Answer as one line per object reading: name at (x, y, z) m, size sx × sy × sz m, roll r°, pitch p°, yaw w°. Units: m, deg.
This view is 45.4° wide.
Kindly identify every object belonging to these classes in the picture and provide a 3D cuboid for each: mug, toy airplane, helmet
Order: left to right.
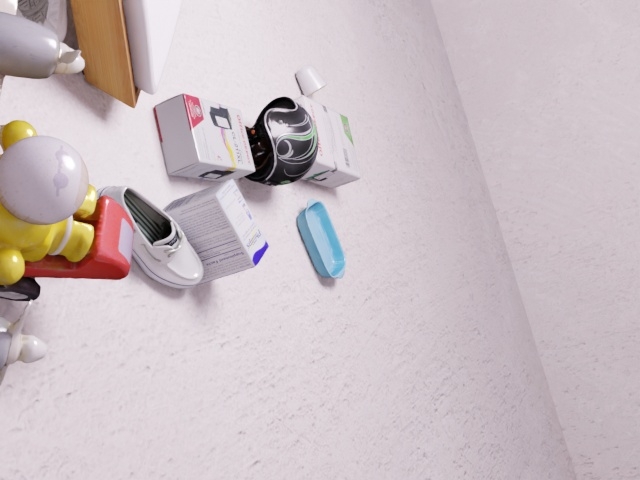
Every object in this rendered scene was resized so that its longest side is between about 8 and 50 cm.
toy airplane at (-0.358, -0.056, 0.763) m, size 0.384 × 0.272 × 0.386 m, roll -47°, pitch 121°, yaw -52°
helmet at (-0.083, -0.194, 1.509) m, size 0.161 × 0.169 × 0.169 m, roll -24°, pitch 96°, yaw -47°
mug at (-0.030, -0.388, 1.858) m, size 0.062 × 0.078 × 0.064 m, roll -36°, pitch 99°, yaw -29°

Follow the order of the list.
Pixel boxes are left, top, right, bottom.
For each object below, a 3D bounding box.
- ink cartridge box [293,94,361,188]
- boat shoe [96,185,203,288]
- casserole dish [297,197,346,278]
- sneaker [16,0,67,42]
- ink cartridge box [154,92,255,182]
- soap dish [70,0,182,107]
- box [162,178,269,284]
ink cartridge box at (-0.007, -0.219, 1.741) m, size 0.219 × 0.093 × 0.160 m, roll 11°, pitch 64°, yaw -60°
boat shoe at (-0.246, 0.001, 1.155) m, size 0.226 × 0.076 × 0.083 m, roll 43°, pitch 53°, yaw -38°
casserole dish at (0.000, 0.000, 1.686) m, size 0.188 × 0.037 × 0.114 m, roll 68°, pitch 26°, yaw -10°
sneaker at (-0.394, -0.388, 1.115) m, size 0.115 × 0.090 × 0.232 m, roll 5°, pitch 74°, yaw -72°
ink cartridge box at (-0.203, -0.179, 1.365) m, size 0.175 × 0.072 × 0.127 m, roll 1°, pitch 73°, yaw -62°
soap dish at (-0.293, -0.388, 1.179) m, size 0.229 × 0.118 × 0.291 m, roll 98°, pitch -3°, yaw -53°
box at (-0.176, -0.012, 1.256) m, size 0.137 × 0.126 × 0.072 m, roll 63°, pitch 26°, yaw -19°
